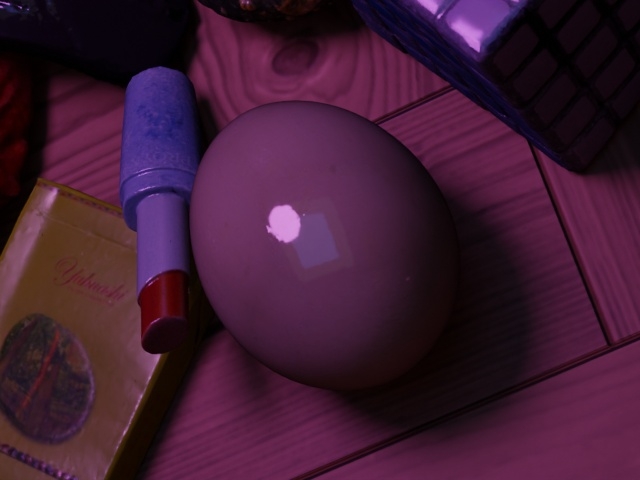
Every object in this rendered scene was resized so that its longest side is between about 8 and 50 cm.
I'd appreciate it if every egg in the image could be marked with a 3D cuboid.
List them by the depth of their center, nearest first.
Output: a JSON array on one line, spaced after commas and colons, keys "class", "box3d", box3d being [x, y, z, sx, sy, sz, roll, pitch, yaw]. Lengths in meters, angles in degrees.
[{"class": "egg", "box3d": [0.000, 0.000, 1.394, 0.186, 0.186, 0.242, -39, 50, 5]}]

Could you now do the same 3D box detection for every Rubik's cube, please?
[{"class": "Rubik's cube", "box3d": [0.148, -0.229, 1.389, 0.238, 0.237, 0.237, -48, 62, 0]}]

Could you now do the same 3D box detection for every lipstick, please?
[{"class": "lipstick", "box3d": [-0.121, -0.023, 1.471, 0.068, 0.061, 0.274, -2, 45, -3]}]

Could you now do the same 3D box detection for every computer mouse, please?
[{"class": "computer mouse", "box3d": [-0.212, -0.201, 1.567, 0.217, 0.073, 0.122, 13, 64, -16]}]

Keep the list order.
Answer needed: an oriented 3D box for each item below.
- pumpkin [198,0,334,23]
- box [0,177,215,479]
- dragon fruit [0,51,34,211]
[{"class": "pumpkin", "box3d": [-0.037, -0.262, 1.529, 0.190, 0.146, 0.190, 1, 92, 32]}, {"class": "box", "box3d": [-0.217, 0.129, 1.515, 0.187, 0.047, 0.335, 20, 80, 28]}, {"class": "dragon fruit", "box3d": [-0.388, -0.131, 1.629, 0.240, 0.302, 0.330, -10, 45, 53]}]
